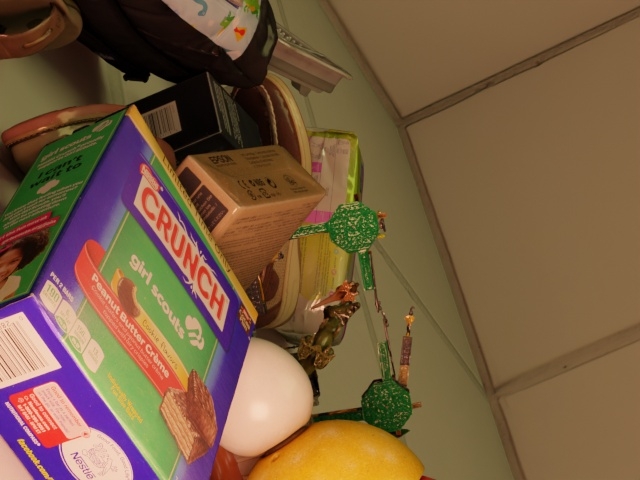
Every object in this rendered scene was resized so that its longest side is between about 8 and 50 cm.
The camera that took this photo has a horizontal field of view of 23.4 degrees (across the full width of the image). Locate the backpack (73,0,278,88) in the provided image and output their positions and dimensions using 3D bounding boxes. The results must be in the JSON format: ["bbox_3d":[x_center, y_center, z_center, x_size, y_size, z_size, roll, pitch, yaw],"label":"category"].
[{"bbox_3d":[-0.238,-0.340,1.815,0.355,0.290,0.273,15,91,-55],"label":"backpack"}]

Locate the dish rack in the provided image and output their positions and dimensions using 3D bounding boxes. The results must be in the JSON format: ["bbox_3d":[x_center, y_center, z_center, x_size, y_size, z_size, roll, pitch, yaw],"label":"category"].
[{"bbox_3d":[-0.128,-0.338,2.443,0.333,0.072,0.285,39,11,25],"label":"dish rack"}]

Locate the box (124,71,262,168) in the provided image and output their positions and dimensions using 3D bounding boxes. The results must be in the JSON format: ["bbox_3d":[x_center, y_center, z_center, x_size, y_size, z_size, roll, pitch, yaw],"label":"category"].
[{"bbox_3d":[-0.167,-0.111,1.900,0.158,0.156,0.093,45,27,-60],"label":"box"}]

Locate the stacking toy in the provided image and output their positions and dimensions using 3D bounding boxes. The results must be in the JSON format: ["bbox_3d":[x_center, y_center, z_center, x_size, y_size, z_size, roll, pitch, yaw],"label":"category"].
[{"bbox_3d":[0.032,0.305,1.594,0.480,0.350,0.350,58,11,1],"label":"stacking toy"}]

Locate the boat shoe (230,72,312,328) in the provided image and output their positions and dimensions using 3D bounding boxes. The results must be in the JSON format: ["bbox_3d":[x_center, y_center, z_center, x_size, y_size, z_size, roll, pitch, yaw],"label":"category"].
[{"bbox_3d":[-0.097,-0.047,2.015,0.123,0.123,0.342,-9,104,-53],"label":"boat shoe"}]

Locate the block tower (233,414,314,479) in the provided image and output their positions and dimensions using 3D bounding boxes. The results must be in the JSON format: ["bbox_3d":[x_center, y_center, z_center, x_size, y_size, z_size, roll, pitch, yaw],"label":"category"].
[{"bbox_3d":[-0.020,0.310,1.749,0.091,0.097,0.335,-96,169,-73],"label":"block tower"}]

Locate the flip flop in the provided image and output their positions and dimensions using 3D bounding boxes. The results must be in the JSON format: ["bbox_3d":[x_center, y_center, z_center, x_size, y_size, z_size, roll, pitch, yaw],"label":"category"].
[{"bbox_3d":[-0.322,-0.226,1.634,0.277,0.112,0.080,27,54,-80],"label":"flip flop"}]

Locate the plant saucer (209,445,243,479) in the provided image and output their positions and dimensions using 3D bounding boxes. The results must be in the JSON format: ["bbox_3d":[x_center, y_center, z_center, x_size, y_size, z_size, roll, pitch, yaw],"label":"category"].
[{"bbox_3d":[-0.140,0.218,1.657,0.200,0.037,0.200,61,12,-24],"label":"plant saucer"}]

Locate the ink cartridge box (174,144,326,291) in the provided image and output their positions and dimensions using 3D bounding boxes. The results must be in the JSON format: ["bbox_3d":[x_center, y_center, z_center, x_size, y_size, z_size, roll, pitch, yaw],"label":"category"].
[{"bbox_3d":[-0.120,-0.004,1.687,0.088,0.193,0.234,46,20,12],"label":"ink cartridge box"}]

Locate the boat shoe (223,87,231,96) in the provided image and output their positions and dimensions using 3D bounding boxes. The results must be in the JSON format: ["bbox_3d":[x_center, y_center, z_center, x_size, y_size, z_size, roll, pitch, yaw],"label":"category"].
[{"bbox_3d":[-0.137,-0.087,2.157,0.097,0.116,0.324,-56,146,-26],"label":"boat shoe"}]

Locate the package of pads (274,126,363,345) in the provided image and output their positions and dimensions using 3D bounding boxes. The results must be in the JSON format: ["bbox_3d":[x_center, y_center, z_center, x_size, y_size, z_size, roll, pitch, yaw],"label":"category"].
[{"bbox_3d":[0.000,0.000,2.197,0.229,0.101,0.297,61,35,-81],"label":"package of pads"}]

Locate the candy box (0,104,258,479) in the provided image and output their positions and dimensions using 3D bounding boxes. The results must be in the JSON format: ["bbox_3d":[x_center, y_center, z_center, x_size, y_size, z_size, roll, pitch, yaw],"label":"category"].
[{"bbox_3d":[-0.188,0.075,1.405,0.268,0.122,0.317,60,23,-26],"label":"candy box"}]

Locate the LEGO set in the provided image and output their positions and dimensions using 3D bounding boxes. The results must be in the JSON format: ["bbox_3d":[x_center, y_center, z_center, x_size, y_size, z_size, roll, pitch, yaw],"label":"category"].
[{"bbox_3d":[-0.008,0.102,1.914,0.192,0.255,0.331,5,67,-87],"label":"LEGO set"}]

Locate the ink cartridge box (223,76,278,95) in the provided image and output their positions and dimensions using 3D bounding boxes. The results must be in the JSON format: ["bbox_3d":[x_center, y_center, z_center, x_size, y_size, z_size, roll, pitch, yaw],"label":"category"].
[{"bbox_3d":[-0.075,-0.112,2.431,0.278,0.117,0.201,65,11,0],"label":"ink cartridge box"}]

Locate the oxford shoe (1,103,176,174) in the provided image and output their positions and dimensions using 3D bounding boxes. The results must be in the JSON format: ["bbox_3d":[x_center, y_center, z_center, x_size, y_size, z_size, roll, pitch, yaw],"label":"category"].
[{"bbox_3d":[-0.224,-0.057,1.650,0.348,0.123,0.130,23,50,-70],"label":"oxford shoe"}]
